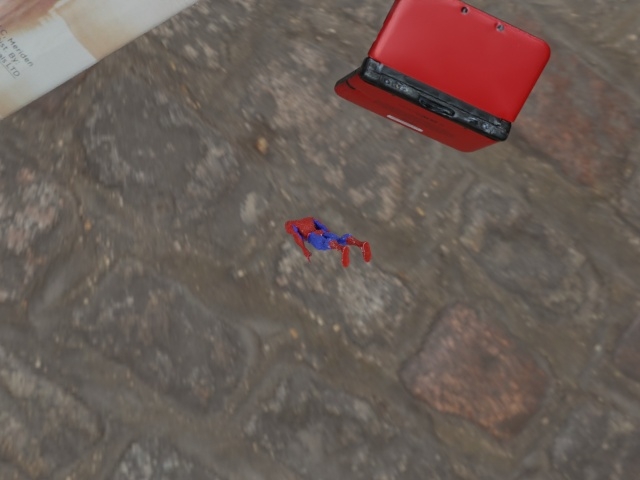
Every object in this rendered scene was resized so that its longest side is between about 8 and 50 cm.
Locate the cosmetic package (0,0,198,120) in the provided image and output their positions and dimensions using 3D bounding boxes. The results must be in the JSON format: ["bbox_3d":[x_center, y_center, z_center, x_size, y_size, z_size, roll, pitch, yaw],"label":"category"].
[{"bbox_3d":[-0.112,-0.209,0.832,0.296,0.153,0.129,-26,119,23],"label":"cosmetic package"}]

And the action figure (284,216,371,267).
[{"bbox_3d":[0.000,0.000,1.292,0.038,0.115,0.030,-18,116,-28],"label":"action figure"}]

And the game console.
[{"bbox_3d":[0.103,-0.147,1.230,0.144,0.124,0.085,23,78,-14],"label":"game console"}]
